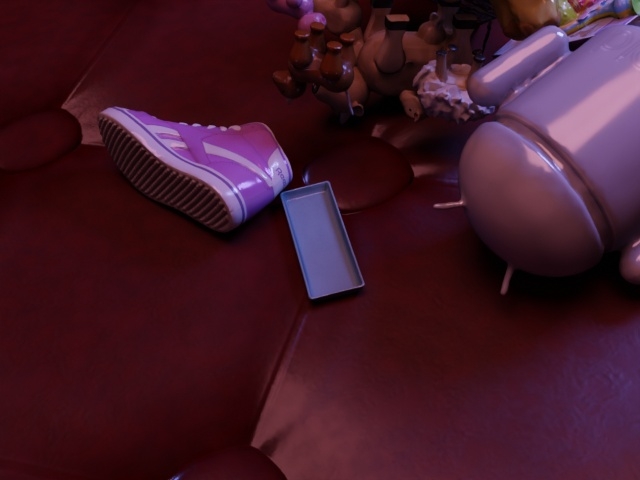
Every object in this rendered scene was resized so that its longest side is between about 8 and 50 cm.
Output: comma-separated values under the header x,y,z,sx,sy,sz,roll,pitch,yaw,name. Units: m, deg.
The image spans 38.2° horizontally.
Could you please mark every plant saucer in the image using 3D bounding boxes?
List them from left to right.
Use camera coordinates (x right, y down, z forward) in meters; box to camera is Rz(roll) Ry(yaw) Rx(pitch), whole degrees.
x,y,z,sx,sy,sz,roll,pitch,yaw,name
0.000,0.000,1.141,0.067,0.018,0.192,-14,46,-3,plant saucer

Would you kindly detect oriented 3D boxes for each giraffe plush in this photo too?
x,y,z,sx,sy,sz,roll,pitch,yaw,name
0.202,-0.357,1.158,0.171,0.210,0.181,-2,14,-8,giraffe plush

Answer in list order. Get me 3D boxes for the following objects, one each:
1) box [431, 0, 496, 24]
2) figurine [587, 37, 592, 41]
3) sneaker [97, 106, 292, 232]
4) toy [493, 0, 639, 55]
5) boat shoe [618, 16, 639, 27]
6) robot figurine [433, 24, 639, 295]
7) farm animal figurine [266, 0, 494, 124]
x,y,z,sx,sy,sz,roll,pitch,yaw,name
0.157,-0.387,1.335,0.233,0.044,0.159,24,5,-6,box
0.423,-0.172,1.186,0.215,0.092,0.209,15,55,24,figurine
-0.162,-0.120,1.241,0.282,0.102,0.161,33,53,25,sneaker
0.355,-0.323,1.286,0.137,0.056,0.237,-38,24,-23,toy
0.439,-0.324,1.321,0.063,0.066,0.184,3,36,6,boat shoe
0.298,-0.098,1.025,0.353,0.200,0.300,-39,79,-4,robot figurine
0.071,-0.259,1.288,0.327,0.172,0.330,7,39,0,farm animal figurine
